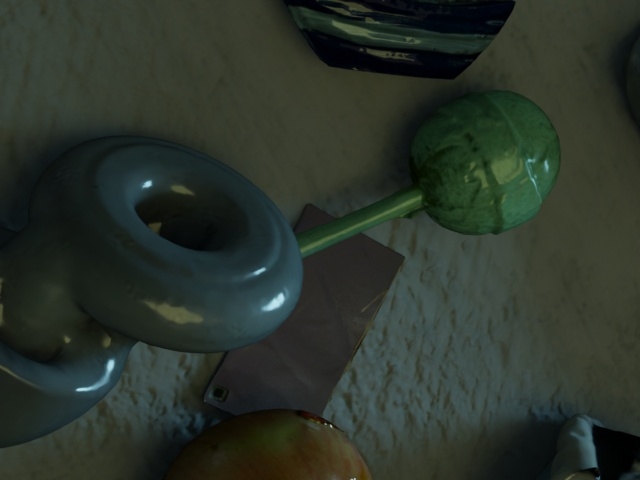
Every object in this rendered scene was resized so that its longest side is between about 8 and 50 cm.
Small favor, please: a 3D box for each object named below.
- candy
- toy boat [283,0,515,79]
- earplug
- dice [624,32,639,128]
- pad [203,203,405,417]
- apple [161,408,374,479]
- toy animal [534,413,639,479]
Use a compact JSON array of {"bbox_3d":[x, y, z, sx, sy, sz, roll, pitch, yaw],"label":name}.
[{"bbox_3d":[0.000,0.000,1.435,0.440,0.119,0.119,-25,114,-12],"label":"candy"},{"bbox_3d":[0.092,-0.258,1.422,0.210,0.070,0.291,32,86,-32],"label":"toy boat"},{"bbox_3d":[-0.171,0.037,1.311,0.326,0.214,0.175,-24,143,-16],"label":"earplug"},{"bbox_3d":[0.397,-0.129,1.535,0.193,0.194,0.192,-39,116,-10],"label":"dice"},{"bbox_3d":[-0.013,0.073,1.497,0.113,0.006,0.187,29,89,-28],"label":"pad"},{"bbox_3d":[-0.039,0.239,1.439,0.209,0.164,0.209,-8,109,-26],"label":"apple"},{"bbox_3d":[0.257,0.273,1.602,0.208,0.156,0.204,30,93,-13],"label":"toy animal"}]
